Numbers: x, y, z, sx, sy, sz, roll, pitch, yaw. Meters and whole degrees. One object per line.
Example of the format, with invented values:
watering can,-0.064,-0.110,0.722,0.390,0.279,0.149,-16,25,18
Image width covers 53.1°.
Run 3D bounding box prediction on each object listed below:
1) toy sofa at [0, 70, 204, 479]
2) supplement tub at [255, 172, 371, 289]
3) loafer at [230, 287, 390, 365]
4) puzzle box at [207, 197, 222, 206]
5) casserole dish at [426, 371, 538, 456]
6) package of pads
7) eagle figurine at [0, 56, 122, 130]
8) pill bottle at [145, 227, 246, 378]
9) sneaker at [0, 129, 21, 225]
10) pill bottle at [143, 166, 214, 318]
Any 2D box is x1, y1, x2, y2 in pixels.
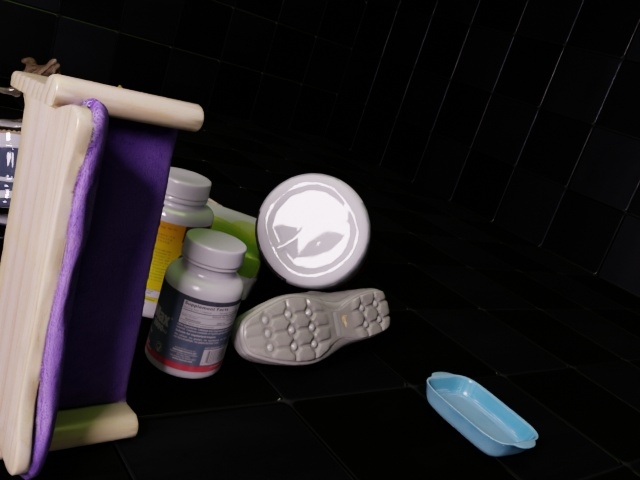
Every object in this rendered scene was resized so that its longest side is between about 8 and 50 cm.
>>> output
toy sofa,-0.224,0.032,0.623,0.150,0.363,0.177,4,15,-44
supplement tub,0.000,0.000,1.178,0.193,0.194,0.316,21,-4,7
loafer,-0.019,0.135,1.009,0.111,0.112,0.319,-15,-10,42
puzzle box,-0.454,-0.138,1.494,0.408,0.052,0.272,30,19,36
casserole dish,0.234,0.262,0.958,0.114,0.037,0.188,6,21,-38
package of pads,-0.242,-0.005,1.200,0.296,0.101,0.229,19,17,-1
eagle figurine,-0.457,-0.211,1.239,0.225,0.298,0.226,-20,35,12
pill bottle,-0.162,0.081,0.853,0.107,0.180,0.108,17,15,-5
sneaker,-0.584,-0.093,1.149,0.099,0.153,0.282,3,-8,-38
pill bottle,-0.233,0.002,0.972,0.117,0.215,0.117,17,16,-5
